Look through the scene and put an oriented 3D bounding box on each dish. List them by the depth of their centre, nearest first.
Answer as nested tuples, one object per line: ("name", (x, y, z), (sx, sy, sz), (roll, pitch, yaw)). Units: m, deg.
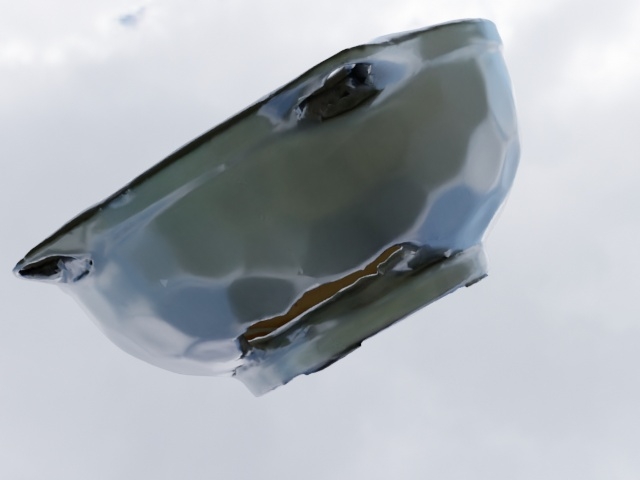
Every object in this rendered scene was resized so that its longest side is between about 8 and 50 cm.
("dish", (0.000, 0.000, 0.692), (0.303, 0.303, 0.120), (-27, -94, -26))
